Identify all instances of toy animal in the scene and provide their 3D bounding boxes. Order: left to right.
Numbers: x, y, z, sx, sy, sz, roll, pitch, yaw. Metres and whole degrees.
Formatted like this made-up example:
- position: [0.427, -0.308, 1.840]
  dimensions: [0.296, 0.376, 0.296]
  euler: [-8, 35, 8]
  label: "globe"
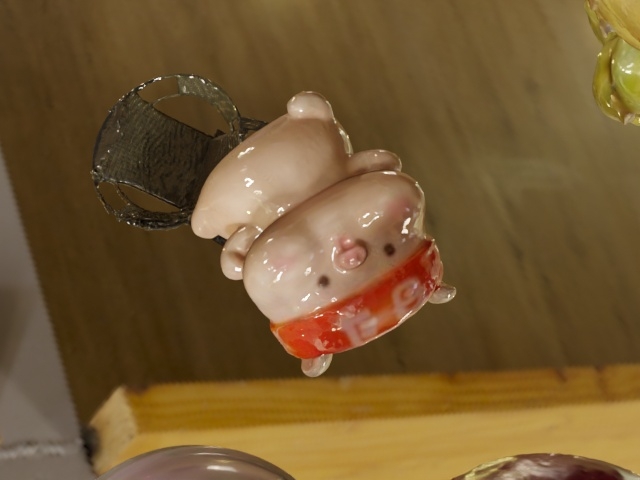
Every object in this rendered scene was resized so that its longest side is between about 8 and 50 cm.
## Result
- position: [0.000, 0.000, 1.147]
  dimensions: [0.171, 0.171, 0.198]
  euler: [-9, -127, -46]
  label: "toy animal"

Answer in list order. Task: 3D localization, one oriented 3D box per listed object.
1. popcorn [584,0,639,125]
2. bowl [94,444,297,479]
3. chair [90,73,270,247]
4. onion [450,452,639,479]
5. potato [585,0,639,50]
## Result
- position: [0.333, -0.192, 1.208]
  dimensions: [0.195, 0.255, 0.256]
  euler: [15, -156, -38]
  label: "popcorn"
- position: [-0.088, 0.311, 1.188]
  dimensions: [0.287, 0.144, 0.287]
  euler: [3, -99, -20]
  label: "bowl"
- position: [-0.124, -0.076, 1.529]
  dimensions: [0.213, 0.149, 0.174]
  euler: [25, -101, -18]
  label: "chair"
- position: [0.080, 0.297, 0.937]
  dimensions: [0.385, 0.348, 0.348]
  euler: [11, -152, 25]
  label: "onion"
- position: [0.197, -0.135, 0.656]
  dimensions: [0.176, 0.137, 0.137]
  euler: [11, -160, 36]
  label: "potato"
